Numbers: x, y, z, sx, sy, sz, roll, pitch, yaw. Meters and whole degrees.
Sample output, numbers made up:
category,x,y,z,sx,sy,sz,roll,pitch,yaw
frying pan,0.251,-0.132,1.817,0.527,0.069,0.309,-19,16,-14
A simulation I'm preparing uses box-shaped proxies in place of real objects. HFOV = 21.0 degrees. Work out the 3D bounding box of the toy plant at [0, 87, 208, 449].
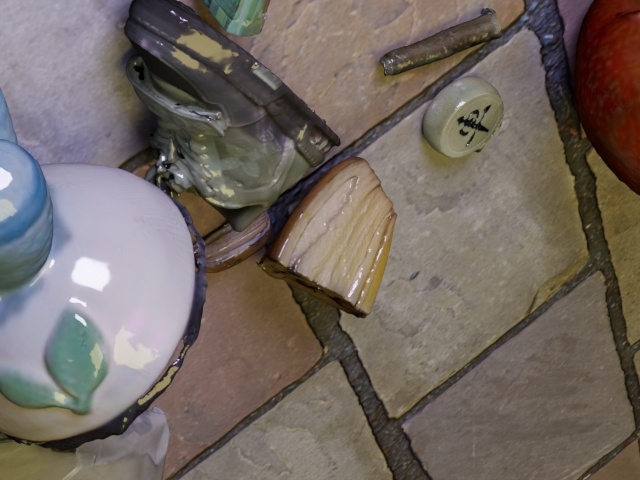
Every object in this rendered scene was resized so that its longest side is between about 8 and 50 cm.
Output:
category,x,y,z,sx,sy,sz,roll,pitch,yaw
toy plant,-0.263,-0.002,1.232,0.247,0.247,0.332,-46,141,5

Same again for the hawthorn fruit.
category,x,y,z,sx,sy,sz,roll,pitch,yaw
hawthorn fruit,0.378,-0.150,1.685,0.275,0.275,0.300,-38,162,-6

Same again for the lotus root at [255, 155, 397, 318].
category,x,y,z,sx,sy,sz,roll,pitch,yaw
lotus root,0.004,-0.002,1.604,0.135,0.095,0.159,-57,141,-18

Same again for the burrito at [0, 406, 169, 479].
category,x,y,z,sx,sy,sz,roll,pitch,yaw
burrito,-0.282,0.184,1.510,0.139,0.101,0.445,-36,151,21

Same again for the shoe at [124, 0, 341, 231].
category,x,y,z,sx,sy,sz,roll,pitch,yaw
shoe,-0.095,-0.087,1.383,0.149,0.109,0.293,-50,150,4

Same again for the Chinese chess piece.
category,x,y,z,sx,sy,sz,roll,pitch,yaw
Chinese chess piece,0.138,-0.119,1.668,0.084,0.034,0.084,-27,143,-22

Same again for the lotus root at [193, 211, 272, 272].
category,x,y,z,sx,sy,sz,roll,pitch,yaw
lotus root,-0.078,0.004,1.579,0.083,0.037,0.030,-34,150,-14

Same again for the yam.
category,x,y,z,sx,sy,sz,roll,pitch,yaw
yam,0.105,-0.180,1.574,0.129,0.033,0.027,-21,169,-23

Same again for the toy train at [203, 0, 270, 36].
category,x,y,z,sx,sy,sz,roll,pitch,yaw
toy train,-0.052,-0.229,1.303,0.038,0.071,0.148,-14,138,-39
